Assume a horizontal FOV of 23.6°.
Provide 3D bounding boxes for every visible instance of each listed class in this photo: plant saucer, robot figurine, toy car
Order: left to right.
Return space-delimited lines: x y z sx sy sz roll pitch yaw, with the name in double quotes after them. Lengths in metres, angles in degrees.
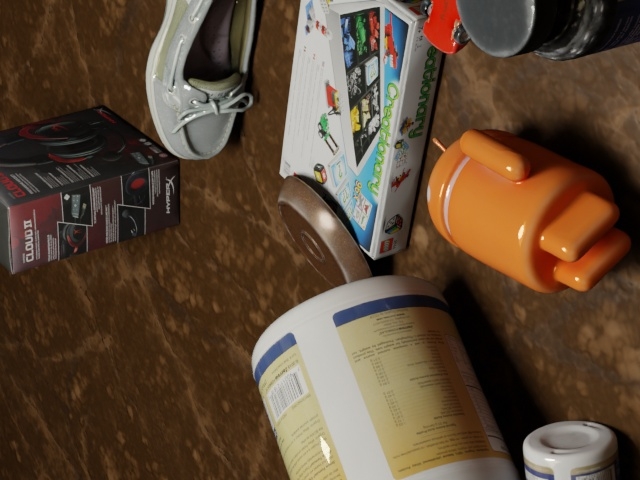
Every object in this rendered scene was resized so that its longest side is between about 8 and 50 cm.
0.000 0.000 1.788 0.168 0.029 0.168 51 167 16 "plant saucer"
0.166 -0.298 1.434 0.225 0.053 0.239 7 112 55 "toy car"
0.190 -0.029 1.462 0.219 0.158 0.128 32 108 45 "robot figurine"

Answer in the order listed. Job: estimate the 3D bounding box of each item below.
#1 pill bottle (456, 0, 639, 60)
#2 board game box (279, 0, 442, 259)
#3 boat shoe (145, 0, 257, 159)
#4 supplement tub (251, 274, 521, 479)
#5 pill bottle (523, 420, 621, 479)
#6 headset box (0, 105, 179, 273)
0.221 -0.213 1.238 0.123 0.219 0.122 30 129 46 "pill bottle"
0.041 -0.155 1.691 0.193 0.053 0.305 43 138 38 "board game box"
-0.132 -0.231 1.859 0.103 0.118 0.320 44 131 43 "boat shoe"
0.076 0.221 1.618 0.228 0.228 0.316 -57 47 51 "supplement tub"
0.258 0.275 1.540 0.094 0.094 0.169 14 116 53 "pill bottle"
-0.376 -0.072 2.132 0.218 0.293 0.110 36 133 44 "headset box"
